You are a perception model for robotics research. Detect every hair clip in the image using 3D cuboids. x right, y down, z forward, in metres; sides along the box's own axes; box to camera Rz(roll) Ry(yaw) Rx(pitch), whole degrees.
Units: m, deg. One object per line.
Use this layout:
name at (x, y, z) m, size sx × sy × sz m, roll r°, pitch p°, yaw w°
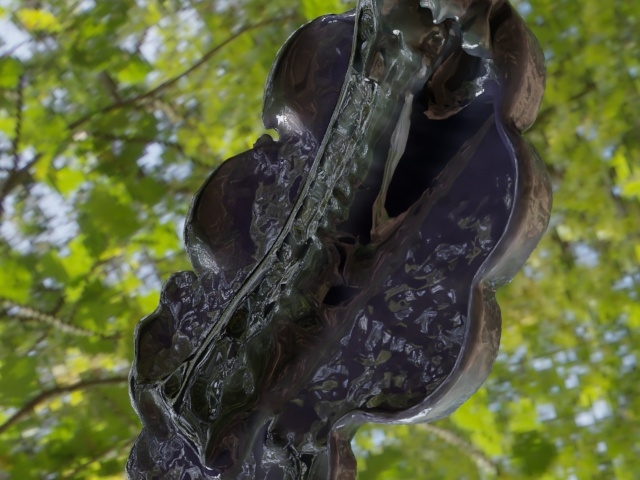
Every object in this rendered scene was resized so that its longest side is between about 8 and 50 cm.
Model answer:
hair clip at (-0.002, -0.001, 0.405) m, size 0.052 × 0.124 × 0.195 m, roll 20°, pitch -74°, yaw -33°
